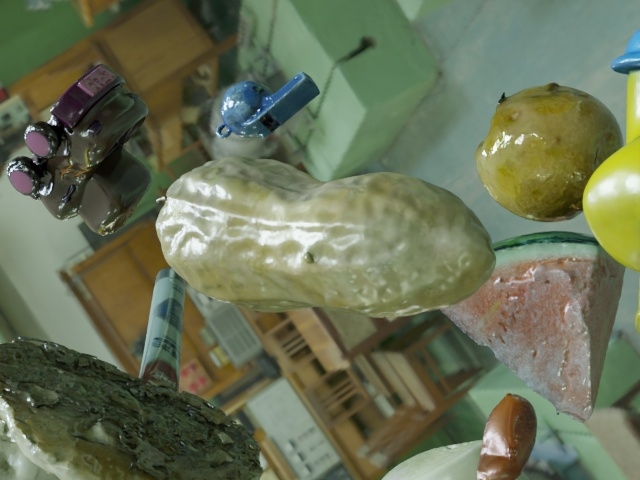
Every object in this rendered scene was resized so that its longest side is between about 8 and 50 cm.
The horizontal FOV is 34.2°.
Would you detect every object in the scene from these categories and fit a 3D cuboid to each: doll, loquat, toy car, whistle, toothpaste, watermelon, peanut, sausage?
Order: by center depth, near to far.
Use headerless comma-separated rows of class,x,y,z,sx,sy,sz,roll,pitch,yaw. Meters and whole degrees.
peanut,0.000,0.000,0.899,0.313,0.149,0.149,2,134,33
doll,0.348,-0.072,1.079,0.199,0.145,0.363,81,-162,-54
toothpaste,-0.186,0.113,1.244,0.062,0.039,0.239,43,-159,-26
whistle,-0.087,-0.199,1.488,0.090,0.158,0.090,50,-173,-8
watermelon,0.360,0.101,1.606,0.283,0.250,0.292,-20,103,38
loquat,0.372,-0.131,1.657,0.244,0.244,0.244,54,169,15
sausage,0.324,0.348,1.797,0.089,0.179,0.089,20,151,12
toy car,-0.455,-0.172,2.119,0.240,0.271,0.340,37,133,-2

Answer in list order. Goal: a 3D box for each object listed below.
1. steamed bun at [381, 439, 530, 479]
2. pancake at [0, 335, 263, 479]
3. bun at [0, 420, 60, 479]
steamed bun,0.258,0.631,2.162,0.371,0.290,0.456,54,132,12
pancake,-0.186,0.166,0.960,0.282,0.049,0.282,24,-173,-3
bun,-0.436,0.305,1.409,0.234,0.326,0.362,43,159,-30
